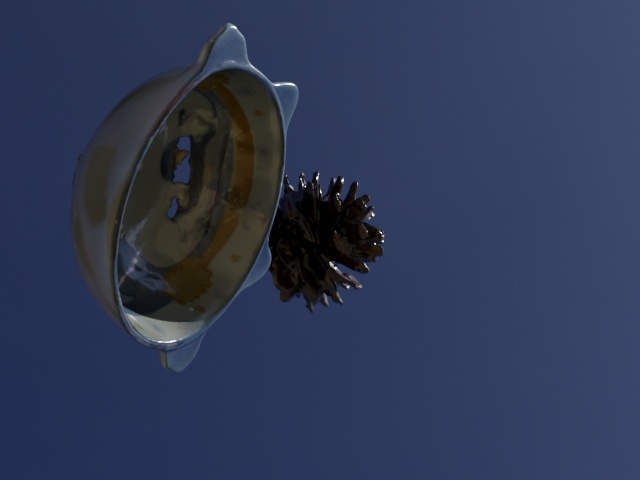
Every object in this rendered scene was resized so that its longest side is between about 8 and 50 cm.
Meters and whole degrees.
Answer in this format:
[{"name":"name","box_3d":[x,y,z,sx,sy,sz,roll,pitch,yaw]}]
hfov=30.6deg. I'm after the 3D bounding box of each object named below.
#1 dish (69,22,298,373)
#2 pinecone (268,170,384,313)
[{"name":"dish","box_3d":[-0.108,-0.033,0.829,0.086,0.228,0.236,20,-91,24]},{"name":"pinecone","box_3d":[-0.001,-0.002,1.126,0.120,0.140,0.140,-23,-67,5]}]
